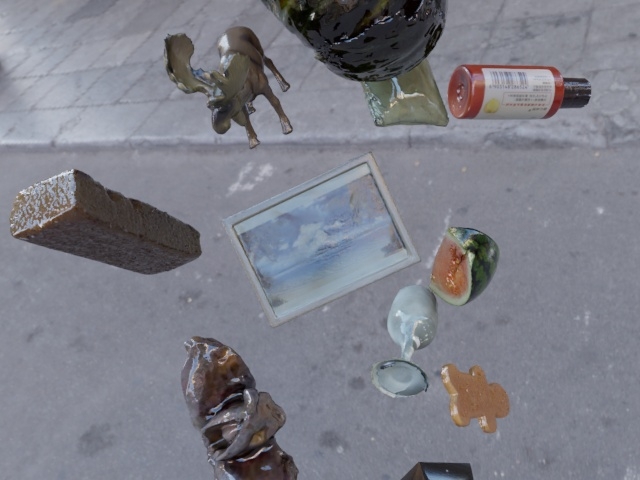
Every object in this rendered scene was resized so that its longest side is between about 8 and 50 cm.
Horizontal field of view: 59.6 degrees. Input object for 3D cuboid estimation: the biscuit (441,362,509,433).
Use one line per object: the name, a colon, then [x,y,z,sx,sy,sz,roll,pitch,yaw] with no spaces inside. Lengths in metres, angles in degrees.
biscuit: [0.383,0.388,1.368,0.036,0.250,0.165,-31,56,39]

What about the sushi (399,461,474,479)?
sushi: [0.194,0.461,0.764,0.213,0.215,0.227,8,42,-20]

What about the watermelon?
watermelon: [0.380,0.097,1.463,0.160,0.303,0.128,8,59,5]

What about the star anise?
star anise: [-0.075,0.173,0.507,0.073,0.196,0.212,-19,67,-21]

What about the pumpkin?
pumpkin: [0.038,-0.364,0.787,0.192,0.321,0.320,-44,33,28]

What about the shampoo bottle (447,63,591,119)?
shampoo bottle: [0.399,-0.291,1.101,0.279,0.104,0.104,-3,39,-13]

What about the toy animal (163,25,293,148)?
toy animal: [-0.106,-0.194,0.675,0.094,0.186,0.214,-18,50,11]

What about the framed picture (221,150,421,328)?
framed picture: [0.000,0.000,1.056,0.315,0.231,0.024,-26,2,7]

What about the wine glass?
wine glass: [0.226,0.247,1.427,0.144,0.143,0.321,-3,31,23]

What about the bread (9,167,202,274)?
bread: [-0.425,-0.022,1.177,0.165,0.416,0.113,-16,71,16]

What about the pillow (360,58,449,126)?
pillow: [0.116,-0.336,0.995,0.185,0.075,0.302,-10,75,-34]
